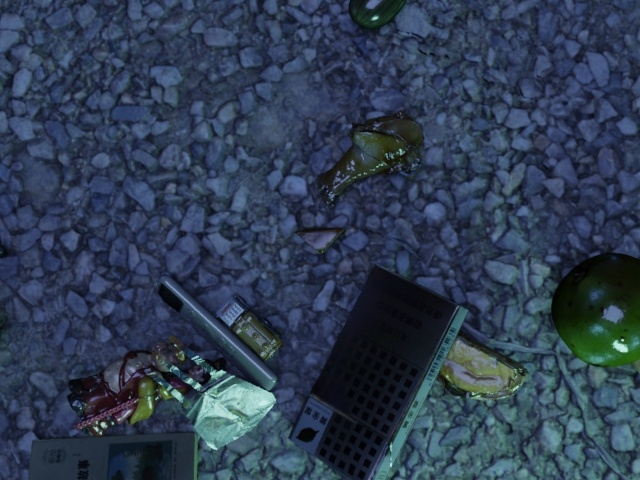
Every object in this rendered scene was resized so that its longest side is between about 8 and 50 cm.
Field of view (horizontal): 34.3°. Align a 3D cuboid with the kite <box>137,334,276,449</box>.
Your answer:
[{"bbox_3d":[-0.186,0.244,1.674,0.141,0.015,0.245,-42,121,4],"label":"kite"}]

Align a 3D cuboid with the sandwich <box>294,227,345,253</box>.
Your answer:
[{"bbox_3d":[0.000,0.000,1.727,0.083,0.031,0.044,-5,83,7],"label":"sandwich"}]

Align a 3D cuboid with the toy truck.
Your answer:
[{"bbox_3d":[-0.117,0.144,1.716,0.123,0.063,0.052,43,93,5],"label":"toy truck"}]

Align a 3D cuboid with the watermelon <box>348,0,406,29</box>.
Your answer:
[{"bbox_3d":[0.097,-0.398,1.711,0.111,0.078,0.078,-39,85,1],"label":"watermelon"}]

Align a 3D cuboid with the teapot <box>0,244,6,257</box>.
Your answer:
[{"bbox_3d":[-0.684,0.101,1.699,0.285,0.223,0.305,36,94,12],"label":"teapot"}]

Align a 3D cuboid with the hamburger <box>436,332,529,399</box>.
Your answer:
[{"bbox_3d":[0.239,0.209,1.675,0.176,0.087,0.102,27,102,14],"label":"hamburger"}]

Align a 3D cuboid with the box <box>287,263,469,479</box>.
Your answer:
[{"bbox_3d":[0.091,0.217,1.663,0.180,0.047,0.324,27,90,37],"label":"box"}]

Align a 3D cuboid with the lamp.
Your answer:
[{"bbox_3d":[-0.285,0.228,1.699,0.253,0.118,0.118,-24,86,-1],"label":"lamp"}]

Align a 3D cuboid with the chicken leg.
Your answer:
[{"bbox_3d":[0.078,-0.138,1.704,0.196,0.080,0.125,-19,99,5],"label":"chicken leg"}]

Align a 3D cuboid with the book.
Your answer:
[{"bbox_3d":[-0.343,0.423,1.703,0.283,0.025,0.214,-5,60,3],"label":"book"}]

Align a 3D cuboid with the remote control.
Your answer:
[{"bbox_3d":[-0.176,0.157,1.720,0.261,0.067,0.029,42,60,5],"label":"remote control"}]

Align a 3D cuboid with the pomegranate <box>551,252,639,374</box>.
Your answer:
[{"bbox_3d":[0.471,0.128,1.621,0.187,0.187,0.225,-42,110,2],"label":"pomegranate"}]
